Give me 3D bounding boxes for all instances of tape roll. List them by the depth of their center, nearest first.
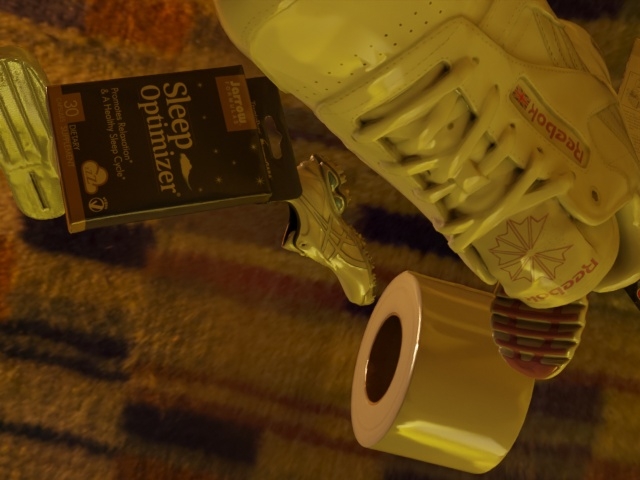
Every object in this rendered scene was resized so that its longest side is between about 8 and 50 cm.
[{"bbox_3d":[0.161,0.181,1.442,0.169,0.246,0.246,15,98,-14],"label":"tape roll"}]

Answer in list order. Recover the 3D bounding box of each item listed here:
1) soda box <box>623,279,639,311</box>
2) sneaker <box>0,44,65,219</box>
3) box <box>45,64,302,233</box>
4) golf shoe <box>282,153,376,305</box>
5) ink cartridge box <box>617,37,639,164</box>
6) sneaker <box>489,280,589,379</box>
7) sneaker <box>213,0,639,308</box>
[{"bbox_3d":[0.399,0.008,1.160,0.169,0.060,0.053,-47,107,-30],"label":"soda box"},{"bbox_3d":[-0.344,-0.134,1.214,0.094,0.258,0.091,-9,53,-11],"label":"sneaker"},{"bbox_3d":[-0.133,-0.091,0.991,0.225,0.036,0.136,-9,74,-18],"label":"box"},{"bbox_3d":[0.000,0.000,1.113,0.086,0.069,0.176,-27,111,-15],"label":"golf shoe"},{"bbox_3d":[0.410,-0.103,1.267,0.181,0.056,0.225,20,82,-10],"label":"ink cartridge box"},{"bbox_3d":[0.228,0.014,1.008,0.095,0.104,0.237,12,103,34],"label":"sneaker"},{"bbox_3d":[0.077,-0.056,0.472,0.114,0.305,0.152,-31,61,29],"label":"sneaker"}]
